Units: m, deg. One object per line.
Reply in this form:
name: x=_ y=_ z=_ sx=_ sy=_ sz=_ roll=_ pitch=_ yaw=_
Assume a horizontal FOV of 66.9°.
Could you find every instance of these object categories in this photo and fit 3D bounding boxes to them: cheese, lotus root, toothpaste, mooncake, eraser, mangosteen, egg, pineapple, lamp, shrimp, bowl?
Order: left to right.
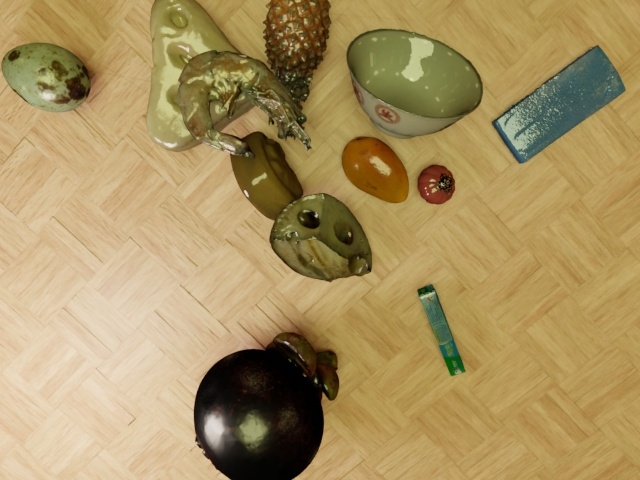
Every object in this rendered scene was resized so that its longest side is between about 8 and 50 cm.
egg: x=-0.708 y=-0.422 z=1.248 sx=0.231 sy=0.169 sz=0.169 roll=21 pitch=103 yaw=7
cheese: x=-0.357 y=-0.414 z=1.247 sx=0.328 sy=0.129 sz=0.351 roll=-43 pitch=99 yaw=9
shrimp: x=-0.177 y=-0.305 z=1.143 sx=0.360 sy=0.085 sz=0.247 roll=34 pitch=82 yaw=1
mooncake: x=-0.135 y=-0.167 z=1.247 sx=0.117 sy=0.235 sz=0.235 roll=-27 pitch=100 yaw=9
mangosteen: x=-0.127 y=0.447 z=1.324 sx=0.435 sy=0.382 sz=0.382 roll=-35 pitch=99 yaw=-7
pineapple: x=-0.069 y=-0.435 z=1.214 sx=0.175 sy=0.175 sz=0.361 roll=8 pitch=102 yaw=1
lotus root: x=0.002 y=-0.005 z=1.286 sx=0.210 sy=0.314 sz=0.142 roll=-9 pitch=61 yaw=20
bowl: x=0.208 y=-0.358 z=1.193 sx=0.337 sy=0.337 sz=0.157 roll=18 pitch=142 yaw=-1
lamp: x=0.309 y=-0.149 z=1.294 sx=0.107 sy=0.092 sz=0.108 roll=2 pitch=86 yaw=-28
toothpaste: x=0.349 y=0.258 z=1.397 sx=0.050 sy=0.065 sz=0.267 roll=-22 pitch=101 yaw=7
eraser: x=0.616 y=-0.349 z=1.258 sx=0.312 sy=0.042 sz=0.144 roll=-36 pitch=98 yaw=10

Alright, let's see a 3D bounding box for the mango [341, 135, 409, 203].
mango: x=0.149 y=-0.182 z=1.290 sx=0.141 sy=0.102 sz=0.217 roll=-43 pitch=95 yaw=17
